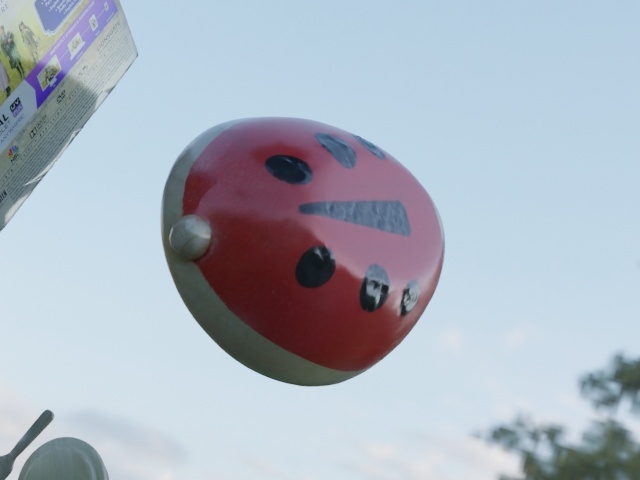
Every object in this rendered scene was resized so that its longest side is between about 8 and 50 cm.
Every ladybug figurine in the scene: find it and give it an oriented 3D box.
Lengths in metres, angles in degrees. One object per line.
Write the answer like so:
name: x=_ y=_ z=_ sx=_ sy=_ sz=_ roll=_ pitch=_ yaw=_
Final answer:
ladybug figurine: x=0.000 y=0.000 z=1.690 sx=0.162 sy=0.305 sz=0.449 roll=-20 pitch=-9 yaw=30

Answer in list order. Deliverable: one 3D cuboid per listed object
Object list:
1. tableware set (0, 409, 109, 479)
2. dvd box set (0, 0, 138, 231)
tableware set: x=-0.249 y=0.252 z=1.322 sx=0.128 sy=0.194 sz=0.039 roll=43 pitch=0 yaw=28
dvd box set: x=-0.332 y=-0.247 z=1.525 sx=0.062 sy=0.307 sz=0.420 roll=13 pitch=-37 yaw=26
